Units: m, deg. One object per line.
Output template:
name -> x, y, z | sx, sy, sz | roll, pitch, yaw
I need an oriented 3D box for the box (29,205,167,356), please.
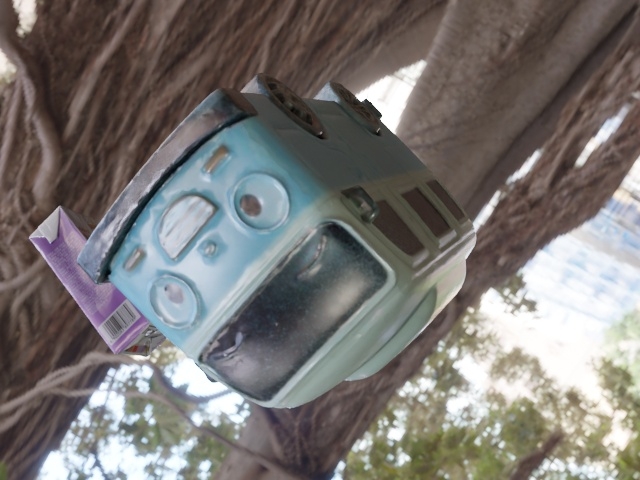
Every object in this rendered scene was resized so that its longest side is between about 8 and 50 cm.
box -> -0.156, 0.030, 0.636 | 0.117, 0.036, 0.050 | 48, -175, 21

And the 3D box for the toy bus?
toy bus -> 0.000, 0.000, 0.540 | 0.165, 0.133, 0.271 | 46, -162, 8
